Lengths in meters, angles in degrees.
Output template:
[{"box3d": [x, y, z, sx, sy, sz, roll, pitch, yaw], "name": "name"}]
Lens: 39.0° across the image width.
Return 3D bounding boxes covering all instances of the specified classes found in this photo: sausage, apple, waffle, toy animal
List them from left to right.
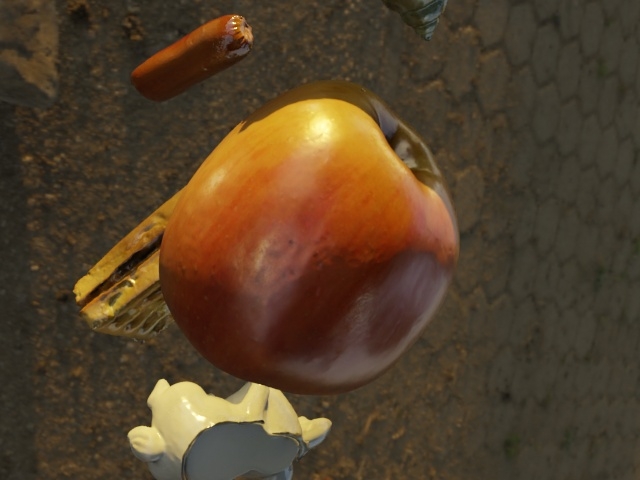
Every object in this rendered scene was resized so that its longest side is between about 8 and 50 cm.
[{"box3d": [-0.200, 0.021, 1.366, 0.327, 0.098, 0.224, -38, 162, 5], "name": "waffle"}, {"box3d": [-0.248, -0.339, 1.713, 0.089, 0.300, 0.083, 18, 57, -48], "name": "sausage"}, {"box3d": [-0.123, 0.303, 1.359, 0.325, 0.154, 0.208, 38, 89, -38], "name": "toy animal"}, {"box3d": [0.000, 0.000, 0.759, 0.242, 0.242, 0.241, 2, 132, -52], "name": "apple"}]

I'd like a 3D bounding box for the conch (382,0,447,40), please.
[{"box3d": [0.071, -0.278, 0.818, 0.106, 0.116, 0.173, -56, 162, 0], "name": "conch"}]
